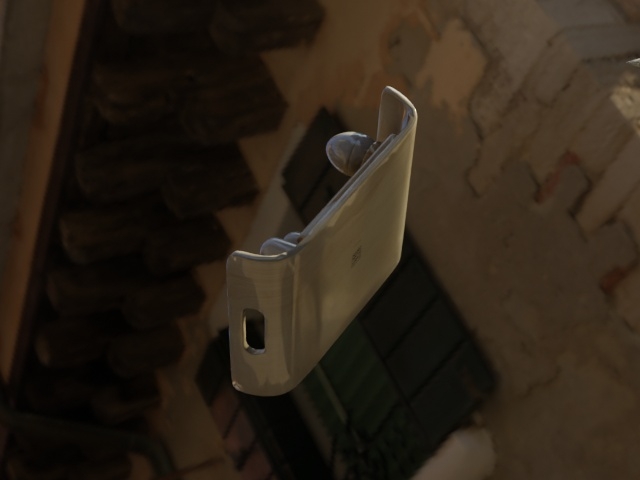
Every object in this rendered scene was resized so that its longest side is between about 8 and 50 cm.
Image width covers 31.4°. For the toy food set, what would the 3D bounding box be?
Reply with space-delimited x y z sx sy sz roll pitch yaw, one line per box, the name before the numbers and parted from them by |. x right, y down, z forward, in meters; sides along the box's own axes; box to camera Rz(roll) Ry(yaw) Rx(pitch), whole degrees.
toy food set | 0.000 0.000 1.225 0.306 0.092 0.220 -48 -26 -36

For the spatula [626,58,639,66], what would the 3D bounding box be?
spatula | 0.522 -0.221 1.438 0.168 0.019 0.242 9 2 -23
